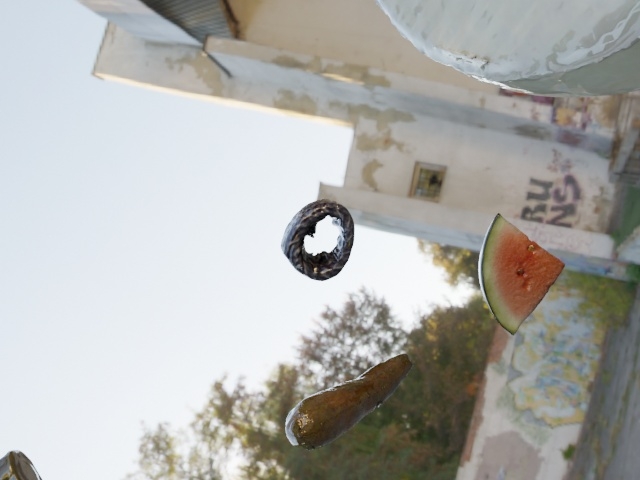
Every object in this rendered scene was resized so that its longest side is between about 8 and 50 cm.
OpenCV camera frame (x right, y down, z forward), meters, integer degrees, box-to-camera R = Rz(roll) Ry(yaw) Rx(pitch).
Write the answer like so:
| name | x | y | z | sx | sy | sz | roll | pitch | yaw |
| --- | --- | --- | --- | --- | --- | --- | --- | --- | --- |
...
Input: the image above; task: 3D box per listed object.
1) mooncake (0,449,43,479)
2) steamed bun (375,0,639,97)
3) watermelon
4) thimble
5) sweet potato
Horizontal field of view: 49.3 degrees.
| name | x | y | z | sx | sy | sz | roll | pitch | yaw |
| --- | --- | --- | --- | --- | --- | --- | --- | --- | --- |
| mooncake | -0.409 | 0.157 | 0.742 | 0.057 | 0.346 | 0.150 | -46 | -44 | -24 |
| steamed bun | 0.175 | -0.275 | 0.409 | 0.241 | 0.374 | 0.375 | -18 | -57 | -31 |
| watermelon | 0.316 | 0.047 | 1.154 | 0.145 | 0.137 | 0.193 | -108 | 13 | -87 |
| thimble | 0.002 | -0.001 | 0.940 | 0.104 | 0.095 | 0.066 | -40 | 12 | 2 |
| sweet potato | 0.048 | 0.241 | 1.053 | 0.273 | 0.075 | 0.075 | -18 | -60 | -44 |
